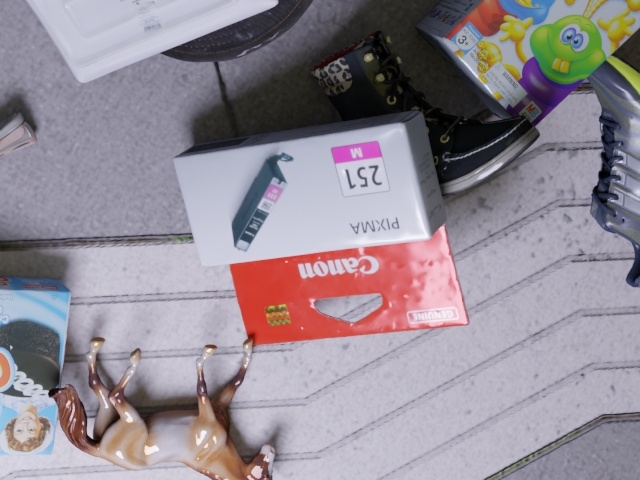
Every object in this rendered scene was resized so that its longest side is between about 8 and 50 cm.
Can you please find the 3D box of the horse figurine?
[{"bbox_3d":[-0.173,0.194,1.875,0.263,0.066,0.175,1,106,-17],"label":"horse figurine"}]

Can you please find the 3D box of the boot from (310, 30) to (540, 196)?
[{"bbox_3d":[0.101,-0.136,1.785,0.085,0.236,0.179,-39,104,-39],"label":"boot"}]

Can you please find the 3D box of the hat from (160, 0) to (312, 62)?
[{"bbox_3d":[-0.111,-0.349,1.714,0.331,0.134,0.331,12,127,17],"label":"hat"}]

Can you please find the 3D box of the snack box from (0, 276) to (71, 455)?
[{"bbox_3d":[-0.430,0.130,1.786,0.322,0.060,0.187,2,103,-26],"label":"snack box"}]

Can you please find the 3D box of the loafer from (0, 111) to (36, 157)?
[{"bbox_3d":[-0.356,-0.084,1.800,0.125,0.045,0.039,-38,112,-3],"label":"loafer"}]

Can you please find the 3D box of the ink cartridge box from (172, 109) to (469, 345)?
[{"bbox_3d":[0.000,0.000,1.800,0.275,0.060,0.239,-7,105,26],"label":"ink cartridge box"}]

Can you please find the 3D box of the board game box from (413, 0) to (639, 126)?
[{"bbox_3d":[0.257,-0.265,1.808,0.275,0.144,0.142,-44,105,3],"label":"board game box"}]

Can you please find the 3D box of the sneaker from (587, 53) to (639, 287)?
[{"bbox_3d":[0.346,-0.074,1.887,0.121,0.111,0.300,-27,103,1],"label":"sneaker"}]

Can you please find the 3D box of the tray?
[{"bbox_3d":[-0.185,-0.250,1.713,0.270,0.030,0.145,-17,116,33],"label":"tray"}]
